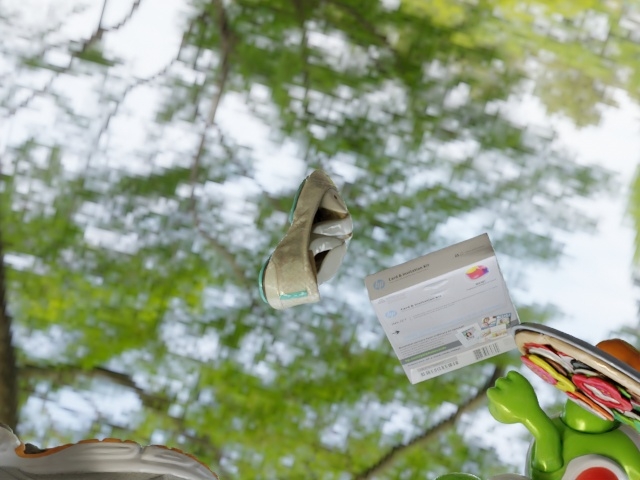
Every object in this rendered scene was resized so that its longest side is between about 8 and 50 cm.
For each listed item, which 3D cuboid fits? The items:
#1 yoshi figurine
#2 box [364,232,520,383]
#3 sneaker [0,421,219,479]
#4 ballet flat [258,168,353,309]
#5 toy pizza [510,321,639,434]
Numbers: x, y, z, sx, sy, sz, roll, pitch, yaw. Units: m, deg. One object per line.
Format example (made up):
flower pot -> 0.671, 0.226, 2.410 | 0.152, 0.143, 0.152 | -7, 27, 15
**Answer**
yoshi figurine -> 0.237, 0.268, 1.741 | 0.362, 0.203, 0.203 | -37, -100, -29
box -> 0.142, 0.080, 1.687 | 0.145, 0.186, 0.038 | -21, -128, 6
sneaker -> -0.180, 0.198, 1.016 | 0.262, 0.099, 0.121 | 13, -122, -33
ballet flat -> 0.000, 0.000, 1.168 | 0.052, 0.057, 0.168 | -4, -146, 20
toy pizza -> 0.260, 0.140, 1.402 | 0.201, 0.032, 0.201 | 31, 170, 6
